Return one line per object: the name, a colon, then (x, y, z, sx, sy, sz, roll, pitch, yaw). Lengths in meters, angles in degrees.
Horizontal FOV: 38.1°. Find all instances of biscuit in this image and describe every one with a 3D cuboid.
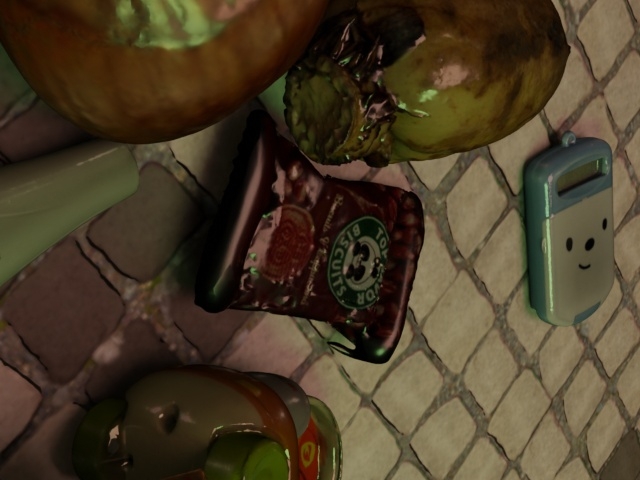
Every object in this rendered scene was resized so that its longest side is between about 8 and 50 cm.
biscuit: (-0.002, 0.006, 0.725, 0.235, 0.063, 0.151, 22, 88, -45)

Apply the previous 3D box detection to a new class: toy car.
toy car: (-0.057, 0.188, 0.701, 0.235, 0.145, 0.235, -22, 116, -57)

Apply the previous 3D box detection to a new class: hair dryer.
hair dryer: (-0.189, 0.047, 0.588, 0.229, 0.092, 0.267, -47, 142, -28)

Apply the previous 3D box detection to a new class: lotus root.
lotus root: (0.086, -0.135, 0.694, 0.314, 0.169, 0.142, -20, 101, -44)

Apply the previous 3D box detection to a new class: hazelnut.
hazelnut: (-0.087, -0.154, 0.544, 0.214, 0.176, 0.214, -24, 152, -14)

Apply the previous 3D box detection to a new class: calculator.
calculator: (0.260, -0.012, 0.963, 0.121, 0.039, 0.210, -23, 115, -36)

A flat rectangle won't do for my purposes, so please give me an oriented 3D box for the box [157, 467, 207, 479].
box: (-0.185, 0.267, 0.521, 0.313, 0.089, 0.198, -15, 118, 1)
